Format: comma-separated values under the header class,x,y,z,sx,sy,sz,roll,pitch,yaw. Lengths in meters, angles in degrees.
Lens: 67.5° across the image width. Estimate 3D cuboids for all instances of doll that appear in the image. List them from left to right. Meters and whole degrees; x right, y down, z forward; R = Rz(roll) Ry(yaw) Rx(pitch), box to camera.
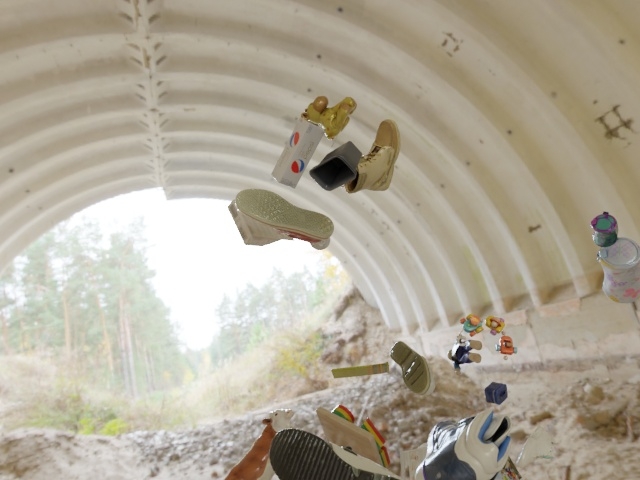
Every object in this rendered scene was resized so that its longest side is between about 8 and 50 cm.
class,x,y,z,sx,sy,sz,roll,pitch,yaw
doll,0.440,0.356,1.494,0.046,0.129,0.189,11,-16,-5

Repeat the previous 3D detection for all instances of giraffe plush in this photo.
class,x,y,z,sx,sy,sz,roll,pitch,yaw
giraffe plush,0.024,-0.507,1.922,0.210,0.171,0.181,-58,-2,16

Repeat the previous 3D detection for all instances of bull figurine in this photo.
class,x,y,z,sx,sy,sz,roll,pitch,yaw
bull figurine,-0.150,0.631,1.347,0.310,0.188,0.101,-48,-40,-14

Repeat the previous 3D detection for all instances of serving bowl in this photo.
class,x,y,z,sx,sy,sz,roll,pitch,yaw
serving bowl,0.000,0.000,1.820,0.083,0.083,0.027,-11,16,-12

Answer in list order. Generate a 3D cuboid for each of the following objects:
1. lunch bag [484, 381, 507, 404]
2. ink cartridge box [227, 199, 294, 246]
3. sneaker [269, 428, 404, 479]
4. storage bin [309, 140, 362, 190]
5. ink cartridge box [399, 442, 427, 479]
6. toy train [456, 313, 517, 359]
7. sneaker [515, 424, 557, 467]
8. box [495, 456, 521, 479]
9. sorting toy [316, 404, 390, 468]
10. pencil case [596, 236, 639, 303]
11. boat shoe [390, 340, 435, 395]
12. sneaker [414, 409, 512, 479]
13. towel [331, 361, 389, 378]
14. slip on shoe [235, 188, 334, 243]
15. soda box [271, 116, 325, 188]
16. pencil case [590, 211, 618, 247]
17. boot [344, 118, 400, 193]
class,x,y,z,sx,sy,sz,roll,pitch,yaw
lunch bag,0.715,0.620,1.941,0.098,0.067,0.065,-20,10,-42
ink cartridge box,-0.222,-0.059,1.795,0.056,0.181,0.225,-44,-29,26
sneaker,0.050,0.494,0.989,0.331,0.122,0.146,22,-15,16
storage bin,0.053,-0.204,1.306,0.098,0.091,0.135,44,-35,-20
ink cartridge box,0.321,0.718,1.499,0.179,0.145,0.045,1,-11,-21
toy train,0.483,0.268,1.378,0.166,0.125,0.046,10,-33,8
sneaker,0.760,0.734,1.670,0.212,0.094,0.080,-23,-43,-41
box,0.664,0.837,1.848,0.114,0.207,0.036,-42,-34,24
sorting toy,0.133,0.732,1.768,0.257,0.255,0.089,11,38,44
pencil case,0.994,0.105,1.583,0.124,0.113,0.273,-24,-43,20
boat shoe,0.351,0.464,1.722,0.113,0.103,0.302,-53,16,8
sneaker,0.364,0.472,1.122,0.236,0.130,0.323,-45,-16,23
towel,0.166,0.536,1.984,0.237,0.021,0.102,-7,-36,4
slip on shoe,-0.121,-0.068,1.545,0.332,0.123,0.101,20,-33,-19
soda box,-0.075,-0.285,1.562,0.069,0.074,0.216,18,-71,-37
pencil case,0.852,-0.029,1.438,0.070,0.064,0.152,25,-5,36
boot,0.176,-0.295,1.686,0.204,0.261,0.095,-11,29,-43
